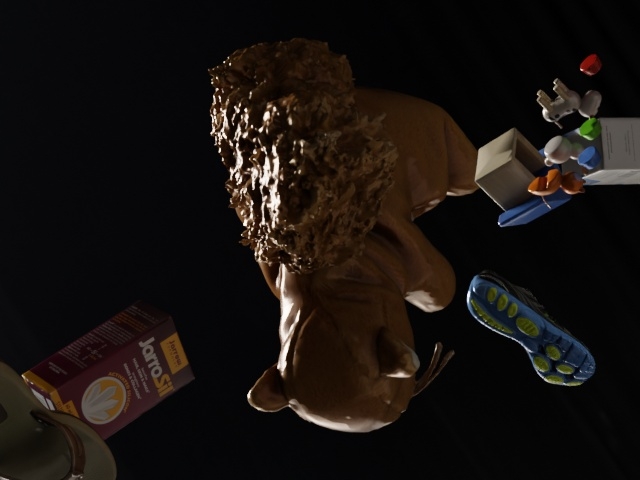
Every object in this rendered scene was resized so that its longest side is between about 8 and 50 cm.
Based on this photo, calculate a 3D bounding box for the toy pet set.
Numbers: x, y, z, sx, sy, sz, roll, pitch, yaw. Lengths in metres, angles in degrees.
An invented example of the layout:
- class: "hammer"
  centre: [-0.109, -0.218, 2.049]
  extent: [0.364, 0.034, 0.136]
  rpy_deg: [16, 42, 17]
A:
- class: "toy pet set"
  centre: [0.170, -0.051, 1.062]
  extent: [0.114, 0.065, 0.122]
  rpy_deg: [-31, 29, 34]

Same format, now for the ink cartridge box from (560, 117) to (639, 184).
- class: "ink cartridge box"
  centre: [0.301, -0.084, 1.425]
  extent: [0.122, 0.052, 0.088]
  rpy_deg: [-1, -8, -17]

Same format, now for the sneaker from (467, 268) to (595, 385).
- class: "sneaker"
  centre: [0.249, 0.097, 1.740]
  extent: [0.067, 0.188, 0.078]
  rpy_deg: [-43, 15, 31]

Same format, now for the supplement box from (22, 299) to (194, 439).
- class: "supplement box"
  centre: [-0.267, 0.173, 1.910]
  extent: [0.188, 0.104, 0.081]
  rpy_deg: [-33, 31, -25]

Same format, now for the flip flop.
- class: "flip flop"
  centre: [-0.295, 0.213, 1.546]
  extent: [0.112, 0.080, 0.277]
  rpy_deg: [-43, -39, -11]

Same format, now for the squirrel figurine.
- class: "squirrel figurine"
  centre: [0.000, 0.000, 1.586]
  extent: [0.281, 0.397, 0.370]
  rpy_deg: [-10, 51, 20]
